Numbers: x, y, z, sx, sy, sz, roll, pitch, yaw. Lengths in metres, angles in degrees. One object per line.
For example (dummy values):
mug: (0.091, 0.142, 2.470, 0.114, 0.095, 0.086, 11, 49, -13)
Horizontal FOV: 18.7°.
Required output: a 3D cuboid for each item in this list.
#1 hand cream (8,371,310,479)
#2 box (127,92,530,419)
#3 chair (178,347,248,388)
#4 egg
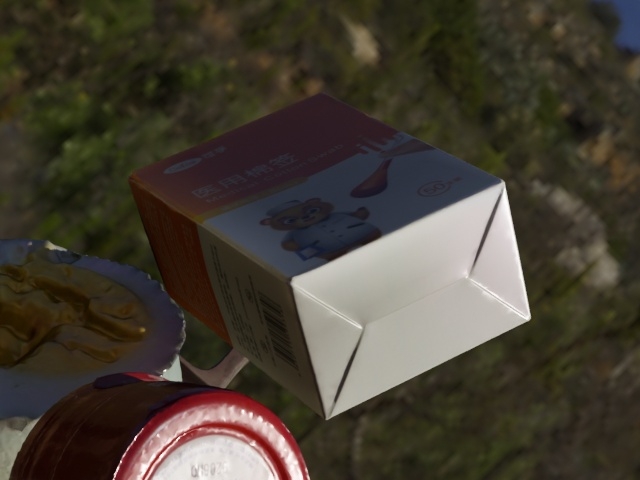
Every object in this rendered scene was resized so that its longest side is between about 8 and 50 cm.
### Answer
hand cream: (-0.110, 0.191, 1.350, 0.125, 0.193, 0.193, 3, -48, 49)
box: (0.000, 0.000, 1.758, 0.341, 0.225, 0.143, 33, -38, 55)
chair: (-0.135, 0.214, 2.379, 0.326, 0.175, 0.183, 41, -53, -1)
egg: (-0.320, 0.220, 2.012, 0.354, 0.354, 0.340, 32, -51, 37)
